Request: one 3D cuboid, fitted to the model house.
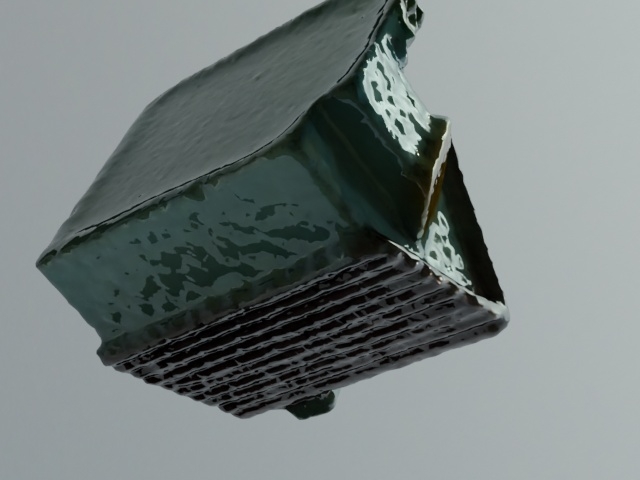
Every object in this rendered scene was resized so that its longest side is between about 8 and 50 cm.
[{"bbox_3d":[0.000,0.000,0.804,0.248,0.281,0.230,51,-143,-25],"label":"model house"}]
